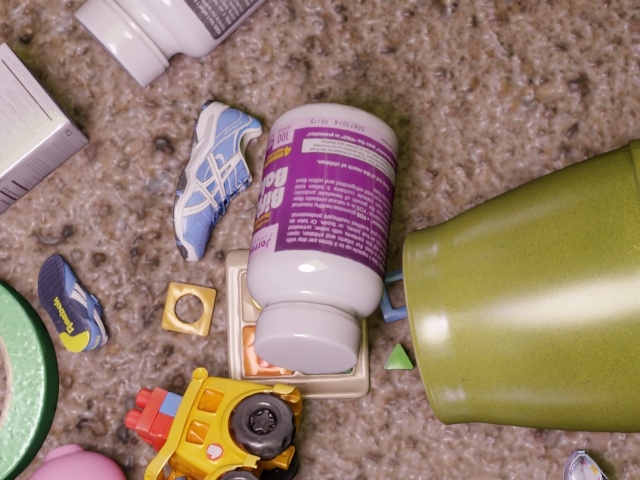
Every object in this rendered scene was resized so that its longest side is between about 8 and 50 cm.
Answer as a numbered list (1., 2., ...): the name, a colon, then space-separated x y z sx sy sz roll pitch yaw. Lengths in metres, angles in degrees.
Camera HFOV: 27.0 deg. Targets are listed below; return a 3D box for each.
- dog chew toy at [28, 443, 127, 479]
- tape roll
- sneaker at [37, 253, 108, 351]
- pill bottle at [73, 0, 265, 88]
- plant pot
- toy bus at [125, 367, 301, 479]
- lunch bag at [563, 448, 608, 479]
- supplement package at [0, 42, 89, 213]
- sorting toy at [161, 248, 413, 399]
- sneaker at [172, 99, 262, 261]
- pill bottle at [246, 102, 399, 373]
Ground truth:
1. dog chew toy: -0.266 0.408 1.604 0.206 0.206 0.332 -19 74 0
2. tape roll: -0.499 0.184 1.692 0.321 0.077 0.321 0 84 2
3. sneaker: -0.318 0.083 1.714 0.053 0.059 0.144 -38 64 25
4. pill bottle: -0.153 -0.346 1.693 0.318 0.176 0.176 -44 84 -4
5. plant pot: 0.289 0.072 1.565 0.352 0.366 0.367 -11 83 12
6. toy bus: -0.143 0.267 1.615 0.211 0.149 0.220 16 60 8
7. lunch bag: 0.327 0.302 1.652 0.053 0.071 0.083 -5 82 3
8. supplement package: -0.440 -0.111 1.696 0.244 0.134 0.139 -39 84 -3
9. sorting toy: -0.032 0.104 1.700 0.347 0.047 0.196 -2 83 2
10. sneaker: -0.134 -0.074 1.708 0.081 0.080 0.211 13 85 7
11. pill bottle: 0.000 0.000 1.612 0.169 0.169 0.302 6 64 3
